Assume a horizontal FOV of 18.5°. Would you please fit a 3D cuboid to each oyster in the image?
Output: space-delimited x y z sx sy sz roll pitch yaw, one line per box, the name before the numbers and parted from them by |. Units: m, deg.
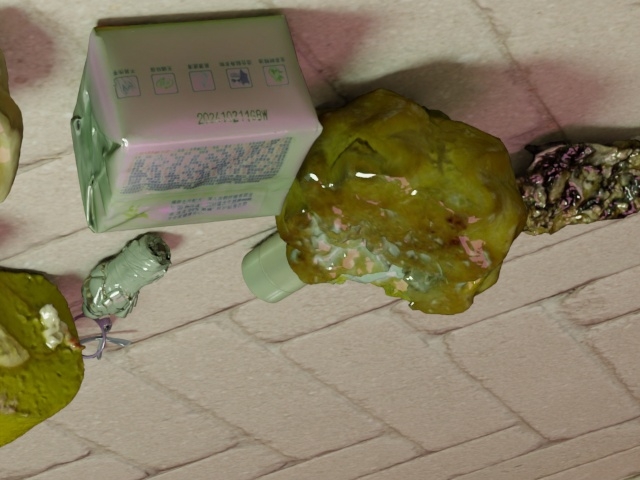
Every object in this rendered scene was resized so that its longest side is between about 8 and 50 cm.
oyster | 0.295 -0.052 2.279 0.214 0.083 0.223 -5 161 -13

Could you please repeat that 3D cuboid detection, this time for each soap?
soap | -0.123 -0.109 1.852 0.199 0.138 0.182 -6 156 -18

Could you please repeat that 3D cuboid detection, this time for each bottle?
bottle | 0.000 0.000 2.241 0.072 0.072 0.201 12 145 -44

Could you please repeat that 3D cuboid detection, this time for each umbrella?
umbrella | -0.224 0.044 2.237 0.067 0.062 0.143 37 124 -16

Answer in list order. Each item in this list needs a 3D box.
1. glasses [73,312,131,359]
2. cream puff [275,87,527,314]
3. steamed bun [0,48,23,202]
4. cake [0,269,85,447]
glasses | -0.289 0.120 2.413 0.140 0.062 0.104 -26 175 27
cream puff | 0.084 -0.049 2.037 0.282 0.185 0.282 10 141 9
steamed bun | -0.464 -0.037 1.776 0.428 0.189 0.247 -25 127 -7
cake | -0.396 0.130 2.187 0.260 0.179 0.156 8 148 -41
